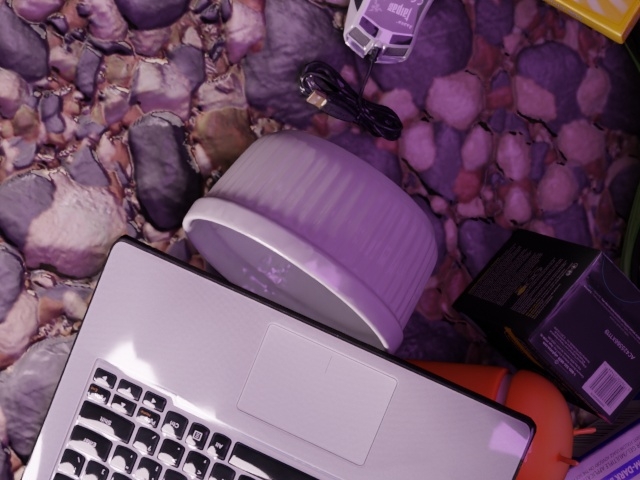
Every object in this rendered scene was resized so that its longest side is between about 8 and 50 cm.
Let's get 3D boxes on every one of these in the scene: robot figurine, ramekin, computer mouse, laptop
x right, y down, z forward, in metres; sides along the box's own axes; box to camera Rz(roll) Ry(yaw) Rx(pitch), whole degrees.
[{"bbox_3d":[0.124,0.171,1.541,0.219,0.158,0.128,3,61,18],"label":"robot figurine"},{"bbox_3d":[0.000,0.000,1.465,0.207,0.207,0.109,41,74,-21],"label":"ramekin"},{"bbox_3d":[0.057,-0.192,1.541,0.106,0.042,0.193,22,96,-17],"label":"computer mouse"},{"bbox_3d":[-0.099,0.259,1.349,0.382,0.236,0.408,24,98,12],"label":"laptop"}]

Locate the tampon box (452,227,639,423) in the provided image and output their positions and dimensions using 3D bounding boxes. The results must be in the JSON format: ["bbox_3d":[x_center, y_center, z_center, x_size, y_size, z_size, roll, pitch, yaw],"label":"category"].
[{"bbox_3d":[0.217,0.073,1.573,0.120,0.161,0.101,44,82,-19],"label":"tampon box"}]

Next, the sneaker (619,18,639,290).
[{"bbox_3d":[0.375,-0.118,1.581,0.185,0.202,0.483,-9,101,-20],"label":"sneaker"}]

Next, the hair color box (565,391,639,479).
[{"bbox_3d":[0.340,0.322,1.641,0.185,0.110,0.339,-30,95,-18],"label":"hair color box"}]

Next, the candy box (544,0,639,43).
[{"bbox_3d":[0.201,-0.264,1.528,0.206,0.027,0.105,32,87,16],"label":"candy box"}]
